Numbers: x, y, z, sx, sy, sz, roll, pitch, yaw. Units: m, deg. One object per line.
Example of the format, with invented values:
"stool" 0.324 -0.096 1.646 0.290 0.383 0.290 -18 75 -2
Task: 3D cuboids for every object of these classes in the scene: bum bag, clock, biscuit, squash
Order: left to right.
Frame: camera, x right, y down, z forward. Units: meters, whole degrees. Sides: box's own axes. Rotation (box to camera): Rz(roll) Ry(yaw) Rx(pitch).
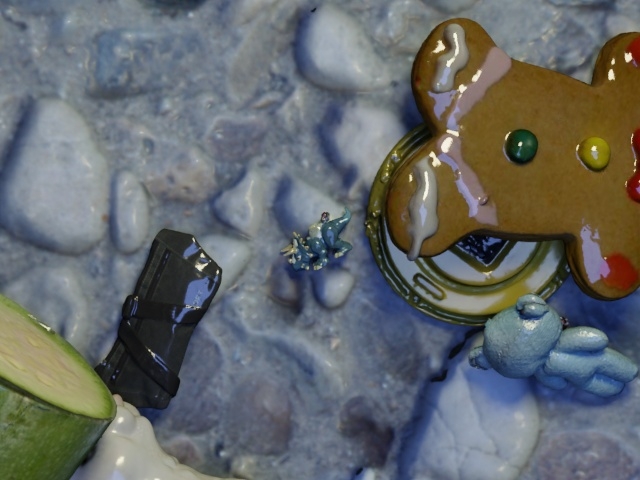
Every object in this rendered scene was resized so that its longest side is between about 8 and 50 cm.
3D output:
"squash" -0.411 0.240 1.861 0.263 0.263 0.384 35 100 -9
"bum bag" -0.164 0.086 1.975 0.087 0.049 0.198 25 97 16
"clock" 0.165 -0.021 1.982 0.237 0.057 0.237 -1 99 -4
"biscuit" 0.287 -0.083 1.940 0.432 0.064 0.283 12 83 -14

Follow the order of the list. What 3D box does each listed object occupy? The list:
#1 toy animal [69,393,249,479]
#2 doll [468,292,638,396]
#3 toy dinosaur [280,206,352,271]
"toy animal" -0.136 0.324 1.962 0.357 0.194 0.258 32 122 6
"doll" 0.248 0.109 2.005 0.179 0.075 0.120 15 132 -28
"toy dinosaur" 0.000 0.000 1.982 0.083 0.030 0.047 -31 103 0
